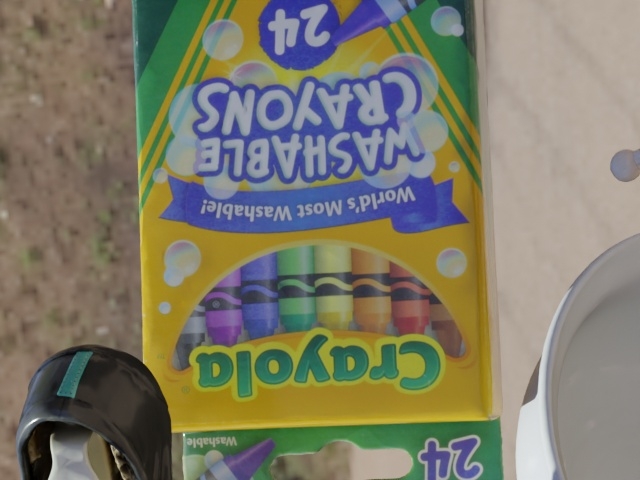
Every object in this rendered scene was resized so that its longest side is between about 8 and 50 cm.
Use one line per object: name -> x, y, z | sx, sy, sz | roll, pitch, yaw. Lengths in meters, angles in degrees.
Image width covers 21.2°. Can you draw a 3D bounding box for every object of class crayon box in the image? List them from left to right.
crayon box -> 0.000, 0.000, 1.008 | 0.083, 0.203, 0.323 | 25, -118, -78

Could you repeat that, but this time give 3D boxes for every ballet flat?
ballet flat -> -0.108, 0.192, 0.841 | 0.096, 0.095, 0.280 | -60, -39, -77

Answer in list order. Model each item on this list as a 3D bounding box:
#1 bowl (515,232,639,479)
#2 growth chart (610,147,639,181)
bowl -> 0.225, 0.148, 1.002 | 0.134, 0.298, 0.298 | -45, 50, 52
growth chart -> 0.222, 0.016, 0.732 | 0.172, 0.021, 0.237 | -35, 48, 31
